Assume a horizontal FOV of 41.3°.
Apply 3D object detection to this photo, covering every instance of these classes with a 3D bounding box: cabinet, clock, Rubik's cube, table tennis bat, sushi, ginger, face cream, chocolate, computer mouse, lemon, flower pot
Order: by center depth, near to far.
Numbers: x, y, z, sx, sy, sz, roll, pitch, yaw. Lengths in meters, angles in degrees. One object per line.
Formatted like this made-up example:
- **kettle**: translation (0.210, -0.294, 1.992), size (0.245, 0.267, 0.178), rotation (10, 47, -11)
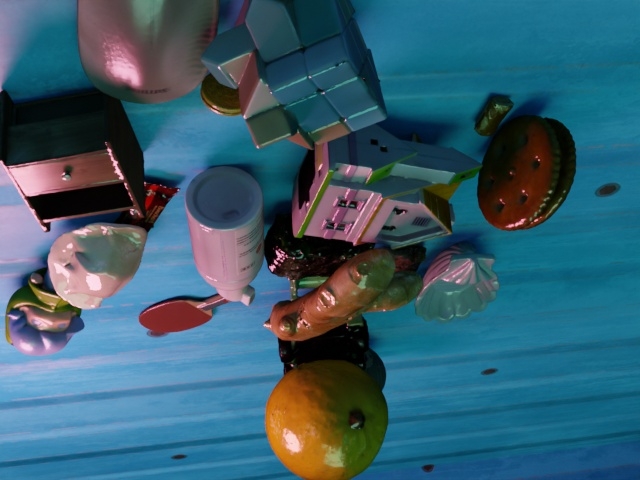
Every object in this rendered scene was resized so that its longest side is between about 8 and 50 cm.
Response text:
- **computer mouse**: translation (-0.239, -0.307, 1.185), size (0.197, 0.095, 0.331), rotation (-5, 149, -15)
- **Rubik's cube**: translation (-0.043, -0.247, 1.216), size (0.213, 0.224, 0.265), rotation (-18, 154, 16)
- **cabinet**: translation (-0.395, -0.133, 1.371), size (0.174, 0.148, 0.215), rotation (-9, 148, -1)
- **clock**: translation (0.123, -0.099, 1.564), size (0.309, 0.166, 0.235), rotation (8, 146, -15)
- **chocolate**: translation (-0.337, -0.060, 1.625), size (0.086, 0.028, 0.182), rotation (10, 144, -31)
- **face cream**: translation (-0.183, 0.018, 1.682), size (0.145, 0.145, 0.370), rotation (-5, 148, -7)
- **ginger**: translation (0.023, 0.130, 1.720), size (0.348, 0.122, 0.363), rotation (-25, 173, 11)
- **sushi**: translation (0.000, 0.000, 1.721), size (0.225, 0.124, 0.127), rotation (-2, 152, -21)
- **lemon**: translation (0.013, 0.408, 1.933), size (0.297, 0.297, 0.297), rotation (-7, 149, -4)
- **table tennis bat**: translation (-0.306, 0.166, 2.018), size (0.274, 0.021, 0.154), rotation (-21, 148, 22)
- **flower pot**: translation (0.062, 0.365, 2.285), size (0.243, 0.189, 0.157), rotation (-5, 136, -23)

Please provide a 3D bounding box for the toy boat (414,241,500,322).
- **toy boat**: translation (0.320, 0.094, 1.997), size (0.199, 0.100, 0.290), rotation (-3, 150, -11)

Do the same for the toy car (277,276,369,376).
- **toy car**: translation (0.001, 0.218, 2.053), size (0.213, 0.176, 0.359), rotation (-6, 153, -3)

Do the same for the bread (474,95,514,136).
- **bread**: translation (0.310, -0.225, 1.527), size (0.047, 0.036, 0.083), rotation (-5, 149, -24)

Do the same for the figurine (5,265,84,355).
- **figurine**: translation (-0.572, 0.137, 1.793), size (0.162, 0.143, 0.263), rotation (7, 129, -36)

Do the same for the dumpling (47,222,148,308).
- **dumpling**: translation (-0.441, 0.035, 1.669), size (0.166, 0.126, 0.216), rotation (28, 143, -29)

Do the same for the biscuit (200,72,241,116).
- **biscuit**: translation (-0.149, -0.232, 1.338), size (0.084, 0.084, 0.023), rotation (3, 147, -20)

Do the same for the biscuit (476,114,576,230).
- **biscuit**: translation (0.370, -0.121, 1.542), size (0.066, 0.220, 0.220), rotation (12, 143, -27)

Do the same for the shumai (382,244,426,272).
- **shumai**: translation (0.180, 0.052, 1.920), size (0.139, 0.105, 0.123), rotation (-21, -168, 35)
